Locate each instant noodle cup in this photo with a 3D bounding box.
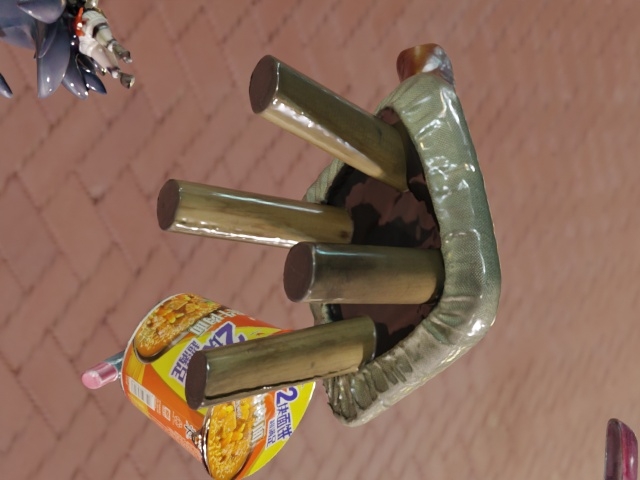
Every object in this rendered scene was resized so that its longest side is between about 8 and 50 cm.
[{"bbox_3d":[-0.136,0.171,1.974,0.213,0.174,0.213,-36,140,-37],"label":"instant noodle cup"}]

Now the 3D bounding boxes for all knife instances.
[{"bbox_3d":[0.301,0.327,1.714,0.053,0.123,0.278,11,96,-23],"label":"knife"}]

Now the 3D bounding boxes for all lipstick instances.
[{"bbox_3d":[-0.266,0.163,2.325,0.234,0.053,0.053,-24,125,-52],"label":"lipstick"}]

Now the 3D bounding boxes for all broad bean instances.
[{"bbox_3d":[0.163,-0.225,2.379,0.114,0.084,0.165,52,23,-36],"label":"broad bean"}]

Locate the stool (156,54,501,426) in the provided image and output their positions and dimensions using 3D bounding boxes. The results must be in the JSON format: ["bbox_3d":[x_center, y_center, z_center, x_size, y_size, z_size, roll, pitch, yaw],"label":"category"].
[{"bbox_3d":[0.000,0.000,1.598,0.226,0.310,0.310,10,53,-31],"label":"stool"}]

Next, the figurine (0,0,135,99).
[{"bbox_3d":[-0.338,-0.283,1.945,0.197,0.265,0.175,6,126,-23],"label":"figurine"}]
